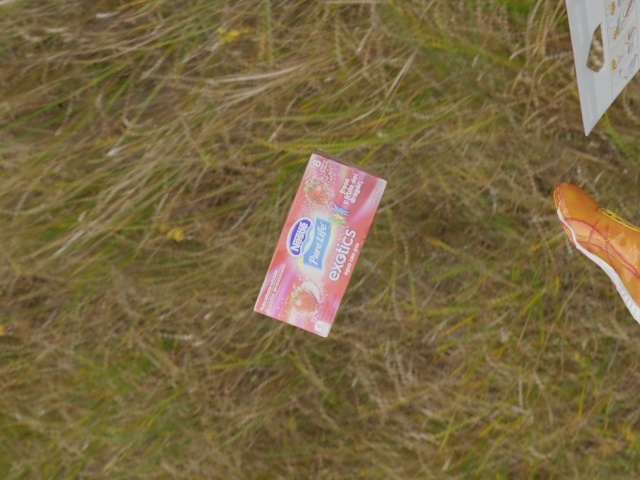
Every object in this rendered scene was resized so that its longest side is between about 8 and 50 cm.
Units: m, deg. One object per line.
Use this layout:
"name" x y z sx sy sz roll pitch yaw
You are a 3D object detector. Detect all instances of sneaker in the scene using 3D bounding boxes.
"sneaker" 0.280 0.005 0.939 0.175 0.064 0.067 52 122 26

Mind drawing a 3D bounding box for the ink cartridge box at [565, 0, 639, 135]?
"ink cartridge box" 0.329 -0.277 1.121 0.060 0.275 0.239 37 82 29

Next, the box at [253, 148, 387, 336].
"box" 0.000 0.000 1.853 0.142 0.154 0.300 21 98 -2
